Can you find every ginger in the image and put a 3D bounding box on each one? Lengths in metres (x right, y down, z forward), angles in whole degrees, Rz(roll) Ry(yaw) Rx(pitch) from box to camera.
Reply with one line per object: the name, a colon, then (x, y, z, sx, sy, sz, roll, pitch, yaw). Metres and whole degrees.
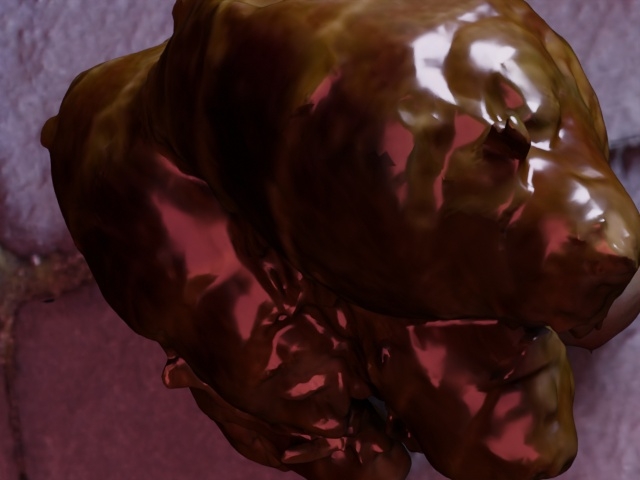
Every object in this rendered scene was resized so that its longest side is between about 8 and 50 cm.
ginger: (0.005, -0.005, 0.640, 0.357, 0.152, 0.274, -20, 84, 50)

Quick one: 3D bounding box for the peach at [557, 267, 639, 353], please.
peach: (0.129, 0.014, 0.683, 0.083, 0.083, 0.083, -1, 87, 19)
